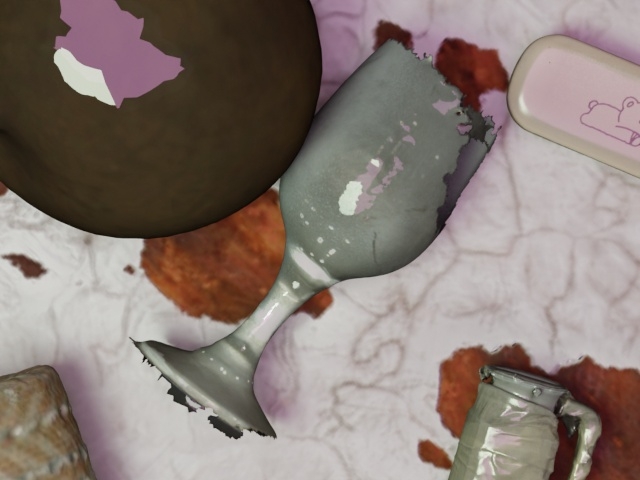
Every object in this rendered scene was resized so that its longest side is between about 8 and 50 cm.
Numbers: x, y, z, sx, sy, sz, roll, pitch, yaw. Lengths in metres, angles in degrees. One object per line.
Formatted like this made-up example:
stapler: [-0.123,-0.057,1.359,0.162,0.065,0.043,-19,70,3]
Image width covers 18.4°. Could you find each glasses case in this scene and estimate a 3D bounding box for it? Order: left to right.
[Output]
glasses case: [0.240,-0.095,1.537,0.196,0.050,0.083,21,96,-1]

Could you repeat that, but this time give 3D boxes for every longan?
longan: [-0.137,-0.139,1.422,0.297,0.297,0.297,0,94,1]

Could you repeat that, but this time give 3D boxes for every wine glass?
wine glass: [0.000,0.000,1.505,0.143,0.143,0.321,38,94,-1]

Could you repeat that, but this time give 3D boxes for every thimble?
thimble: [-0.285,0.187,1.501,0.229,0.196,0.148,-17,91,32]

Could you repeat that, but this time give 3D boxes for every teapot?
teapot: [0.150,0.203,1.547,0.107,0.077,0.200,15,94,-3]
